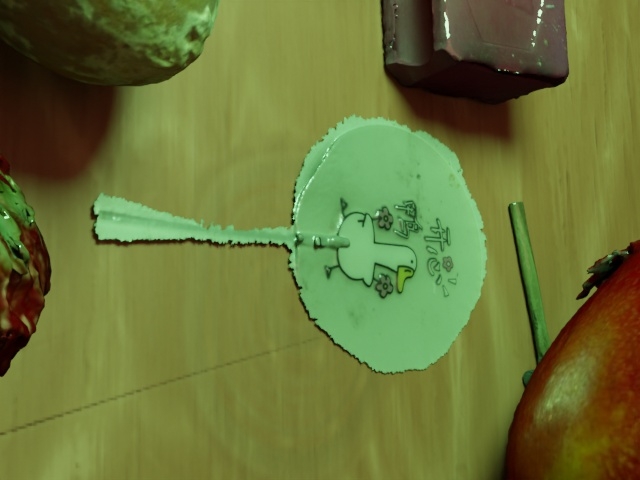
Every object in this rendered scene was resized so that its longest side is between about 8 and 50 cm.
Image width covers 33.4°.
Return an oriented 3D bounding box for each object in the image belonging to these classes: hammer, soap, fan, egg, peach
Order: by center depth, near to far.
[{"bbox_3d":[-0.159,-0.211,0.707,0.195,0.195,0.233,-26,92,-38],"label":"egg"},{"bbox_3d":[0.000,0.000,0.901,0.414,0.012,0.233,2,80,-38],"label":"fan"},{"bbox_3d":[0.330,0.171,0.920,0.370,0.370,0.370,8,76,-36],"label":"peach"},{"bbox_3d":[0.139,-0.265,1.012,0.162,0.099,0.250,2,80,-30],"label":"soap"},{"bbox_3d":[0.212,0.051,1.054,0.062,0.017,0.182,-5,83,-39],"label":"hammer"}]

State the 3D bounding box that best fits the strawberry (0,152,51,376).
[{"bbox_3d":[-0.291,-0.016,0.567,0.274,0.220,0.274,56,11,-16],"label":"strawberry"}]
